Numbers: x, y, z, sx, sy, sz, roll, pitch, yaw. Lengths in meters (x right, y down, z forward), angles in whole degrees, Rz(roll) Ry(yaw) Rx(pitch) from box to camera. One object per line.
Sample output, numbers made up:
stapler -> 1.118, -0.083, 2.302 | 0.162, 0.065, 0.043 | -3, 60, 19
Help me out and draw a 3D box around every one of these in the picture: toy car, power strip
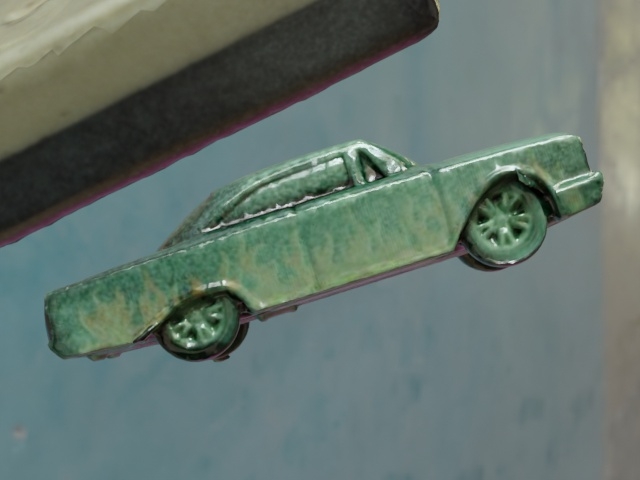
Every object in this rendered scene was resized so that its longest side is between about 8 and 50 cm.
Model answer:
toy car -> 0.000, 0.000, 1.107 | 0.141, 0.321, 0.097 | 74, -2, -87
power strip -> -0.076, -0.068, 0.685 | 0.070, 0.257, 0.105 | 61, 11, -27
